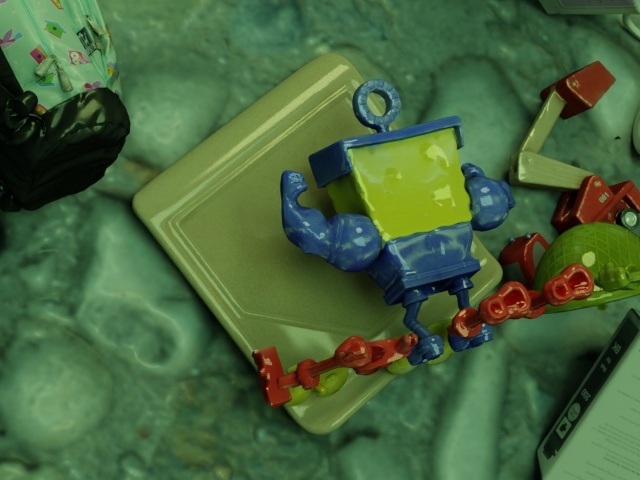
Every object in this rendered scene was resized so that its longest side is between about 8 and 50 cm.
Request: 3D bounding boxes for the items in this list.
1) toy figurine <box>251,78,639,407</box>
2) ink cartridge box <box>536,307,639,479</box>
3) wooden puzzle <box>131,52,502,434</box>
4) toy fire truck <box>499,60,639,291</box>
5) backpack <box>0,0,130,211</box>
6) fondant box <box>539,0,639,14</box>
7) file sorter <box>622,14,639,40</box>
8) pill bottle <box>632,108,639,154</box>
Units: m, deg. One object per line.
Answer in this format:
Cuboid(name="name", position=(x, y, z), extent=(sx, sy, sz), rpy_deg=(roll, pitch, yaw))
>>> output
Cuboid(name="toy figurine", position=(0.102, -0.032, 1.040), extent=(0.363, 0.191, 0.217), rpy_deg=(-15, 79, -23))
Cuboid(name="ink cartridge box", position=(0.294, 0.189, 1.182), extent=(0.206, 0.045, 0.208), rpy_deg=(27, 104, -16))
Cuboid(name="wooden puzzle", position=(0.000, 0.000, 1.116), extent=(0.221, 0.044, 0.238), rpy_deg=(-39, 93, -22))
Cuboid(name="toy fire truck", position=(0.208, -0.047, 1.201), extent=(0.192, 0.047, 0.135), rpy_deg=(-44, 99, -21))
Cuboid(name="backpack", position=(-0.208, -0.129, 1.002), extent=(0.115, 0.152, 0.182), rpy_deg=(-18, 77, -29))
Cuboid(name="fondant box", position=(0.225, -0.386, 1.165), extent=(0.238, 0.096, 0.330), rpy_deg=(35, 65, -58))
Cuboid(name="file sorter", position=(0.424, -0.281, 1.251), extent=(0.173, 0.193, 0.277), rpy_deg=(33, 71, -11))
Cuboid(name="pill bottle", position=(0.345, -0.090, 1.255), extent=(0.116, 0.065, 0.065), rpy_deg=(16, 76, -20))
